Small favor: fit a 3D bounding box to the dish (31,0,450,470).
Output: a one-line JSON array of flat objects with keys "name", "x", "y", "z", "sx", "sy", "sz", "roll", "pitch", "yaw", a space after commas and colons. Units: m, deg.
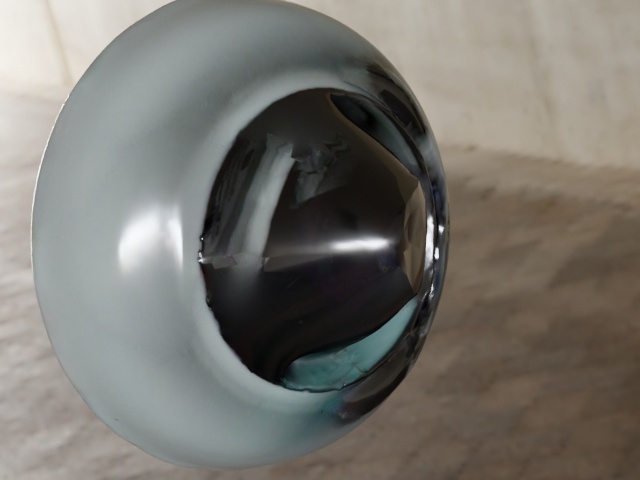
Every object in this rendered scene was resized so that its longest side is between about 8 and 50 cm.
[{"name": "dish", "x": 0.000, "y": 0.000, "z": 0.506, "sx": 0.141, "sy": 0.141, "sz": 0.078, "roll": -25, "pitch": 19, "yaw": -36}]
